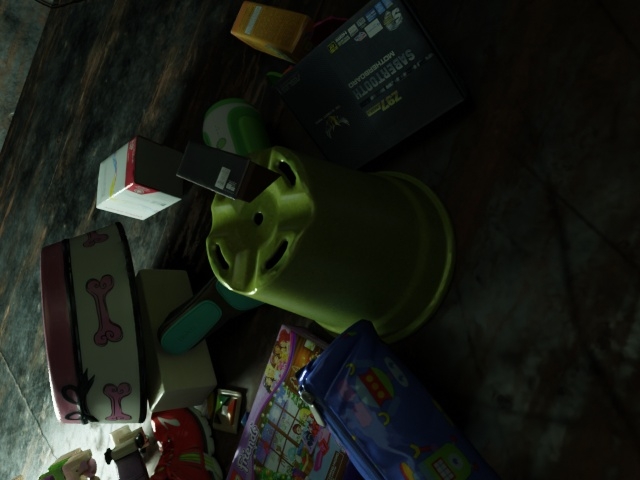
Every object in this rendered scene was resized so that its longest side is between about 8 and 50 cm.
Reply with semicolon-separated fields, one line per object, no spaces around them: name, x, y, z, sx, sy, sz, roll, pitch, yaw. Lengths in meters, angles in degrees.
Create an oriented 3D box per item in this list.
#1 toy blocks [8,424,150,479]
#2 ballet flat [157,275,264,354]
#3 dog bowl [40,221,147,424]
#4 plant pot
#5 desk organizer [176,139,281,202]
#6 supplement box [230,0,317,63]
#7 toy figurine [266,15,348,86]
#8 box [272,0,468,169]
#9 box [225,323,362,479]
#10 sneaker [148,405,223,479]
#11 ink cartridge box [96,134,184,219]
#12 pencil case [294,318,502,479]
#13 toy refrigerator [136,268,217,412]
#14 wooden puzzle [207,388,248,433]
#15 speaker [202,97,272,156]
toy blocks;-0.429;0.531;0.886;0.260;0.309;0.288;66;161;4
ballet flat;-0.176;0.096;0.869;0.281;0.095;0.096;-32;24;5
dog bowl;-0.454;0.172;0.957;0.408;0.151;0.407;24;117;60
plant pot;0.000;0.000;0.651;0.276;0.254;0.275;-13;70;38
desk organizer;-0.109;-0.077;0.561;0.130;0.050;0.047;23;93;43
supplement box;-0.083;-0.413;0.963;0.233;0.078;0.080;34;101;42
toy figurine;0.018;-0.307;0.835;0.173;0.130;0.159;31;90;20
box;0.070;-0.227;0.715;0.233;0.183;0.059;-29;17;32
box;-0.025;0.299;0.719;0.201;0.057;0.293;20;91;43
sneaker;-0.249;0.396;0.846;0.107;0.118;0.279;-55;50;14
ink cartridge box;-0.433;-0.144;1.157;0.176;0.128;0.127;-20;65;36
pencil case;0.094;0.234;0.541;0.306;0.133;0.119;49;142;23
toy refrigerator;-0.299;0.190;0.950;0.094;0.102;0.269;-53;49;34
wooden puzzle;-0.172;0.310;0.875;0.116;0.014;0.078;-15;68;37
speaker;-0.133;-0.123;0.884;0.131;0.131;0.296;-38;55;27
